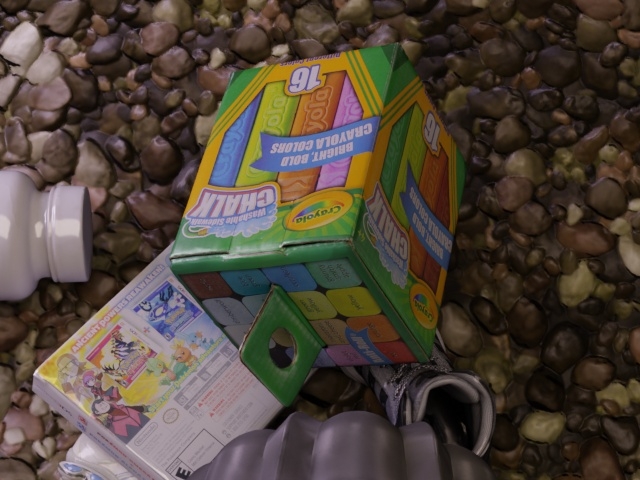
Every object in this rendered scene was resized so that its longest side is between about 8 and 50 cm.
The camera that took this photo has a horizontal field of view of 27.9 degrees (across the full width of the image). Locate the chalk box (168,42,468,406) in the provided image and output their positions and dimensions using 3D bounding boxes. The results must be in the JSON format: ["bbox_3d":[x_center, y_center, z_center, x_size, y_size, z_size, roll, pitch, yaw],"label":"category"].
[{"bbox_3d":[0.000,0.000,1.126,0.179,0.180,0.289,-6,51,27],"label":"chalk box"}]

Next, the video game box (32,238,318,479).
[{"bbox_3d":[-0.127,0.121,1.186,0.187,0.048,0.205,40,56,7],"label":"video game box"}]

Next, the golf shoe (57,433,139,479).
[{"bbox_3d":[-0.148,0.220,1.177,0.176,0.069,0.086,26,67,3],"label":"golf shoe"}]

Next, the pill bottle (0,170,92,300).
[{"bbox_3d":[-0.329,-0.004,1.203,0.222,0.124,0.124,-1,73,-5],"label":"pill bottle"}]

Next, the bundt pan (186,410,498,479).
[{"bbox_3d":[0.021,0.263,1.065,0.331,0.331,0.124,6,39,-2],"label":"bundt pan"}]

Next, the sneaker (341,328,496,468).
[{"bbox_3d":[0.086,0.118,1.174,0.101,0.153,0.268,-24,76,-11],"label":"sneaker"}]
